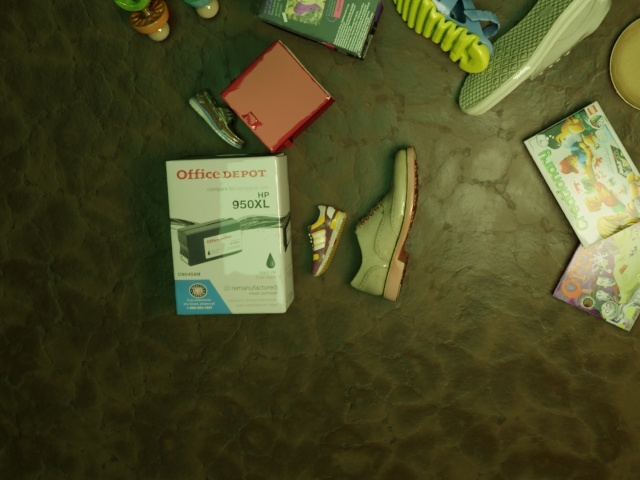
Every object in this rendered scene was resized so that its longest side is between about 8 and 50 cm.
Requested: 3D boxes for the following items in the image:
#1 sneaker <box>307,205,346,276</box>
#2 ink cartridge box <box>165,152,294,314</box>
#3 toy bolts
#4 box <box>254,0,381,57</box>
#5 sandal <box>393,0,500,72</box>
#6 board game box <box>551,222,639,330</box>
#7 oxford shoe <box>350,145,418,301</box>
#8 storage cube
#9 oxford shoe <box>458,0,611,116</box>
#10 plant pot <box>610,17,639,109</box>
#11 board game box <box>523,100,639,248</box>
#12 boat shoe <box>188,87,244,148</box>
[{"bbox_3d":[0.000,0.000,1.851,0.084,0.069,0.185,22,95,11],"label":"sneaker"},{"bbox_3d":[-0.225,-0.021,1.814,0.286,0.166,0.394,-2,99,6],"label":"ink cartridge box"},{"bbox_3d":[-0.366,-0.621,1.774,0.229,0.158,0.218,-8,58,17],"label":"toy bolts"},{"bbox_3d":[0.000,-0.547,1.706,0.271,0.165,0.143,22,103,2],"label":"box"},{"bbox_3d":[0.307,-0.547,1.713,0.317,0.126,0.138,44,72,1],"label":"sandal"},{"bbox_3d":[0.753,0.028,1.773,0.208,0.056,0.346,26,101,13],"label":"board game box"},{"bbox_3d":[0.161,-0.046,1.790,0.147,0.140,0.396,11,98,11],"label":"oxford shoe"},{"bbox_3d":[-0.100,-0.351,1.739,0.193,0.183,0.215,-41,93,10],"label":"storage cube"},{"bbox_3d":[0.517,-0.457,1.687,0.449,0.169,0.130,-47,128,12],"label":"oxford shoe"},{"bbox_3d":[0.815,-0.427,1.713,0.237,0.032,0.236,1,100,5],"label":"plant pot"},{"bbox_3d":[0.656,-0.157,1.729,0.193,0.053,0.305,-30,86,16],"label":"board game box"},{"bbox_3d":[-0.255,-0.315,1.820,0.183,0.066,0.066,45,99,-2],"label":"boat shoe"}]
